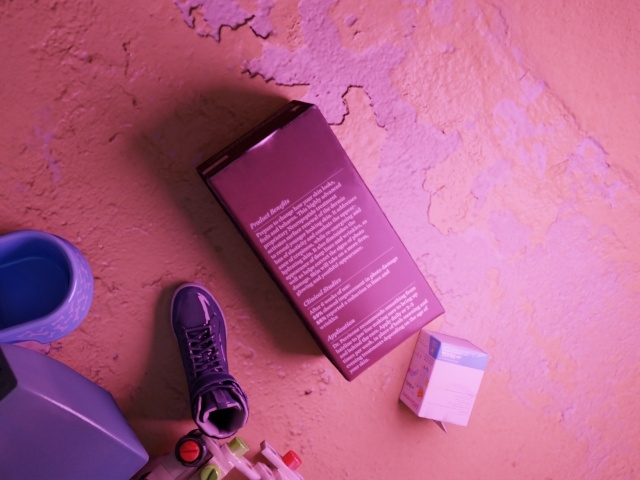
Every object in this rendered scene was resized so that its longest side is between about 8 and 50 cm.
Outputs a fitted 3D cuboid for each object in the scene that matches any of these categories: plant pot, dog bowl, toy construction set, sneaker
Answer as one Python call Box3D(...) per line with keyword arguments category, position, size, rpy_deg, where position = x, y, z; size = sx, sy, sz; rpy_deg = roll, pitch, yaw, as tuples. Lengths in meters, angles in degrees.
Box3D(category="plant pot", position=(-0.391, 0.256, 1.361), size=(0.165, 0.165, 0.234), rpy_deg=(-42, 134, -5))
Box3D(category="dog bowl", position=(-0.465, 0.078, 1.365), size=(0.297, 0.074, 0.166), rpy_deg=(-17, 77, -12))
Box3D(category="toy construction set", position=(-0.176, 0.414, 1.503), size=(0.327, 0.151, 0.215), rpy_deg=(-42, 85, -12))
Box3D(category="sneaker", position=(-0.163, 0.182, 1.458), size=(0.086, 0.163, 0.226), rpy_deg=(-13, 102, -11))

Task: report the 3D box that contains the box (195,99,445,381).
Box3D(category="box", position=(0.000, 0.000, 1.482), size=(0.191, 0.143, 0.381), rpy_deg=(-35, 109, -6))

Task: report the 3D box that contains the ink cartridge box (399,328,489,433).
Box3D(category="ink cartridge box", position=(0.196, 0.230, 1.602), size=(0.089, 0.092, 0.143), rpy_deg=(16, 95, -17))
